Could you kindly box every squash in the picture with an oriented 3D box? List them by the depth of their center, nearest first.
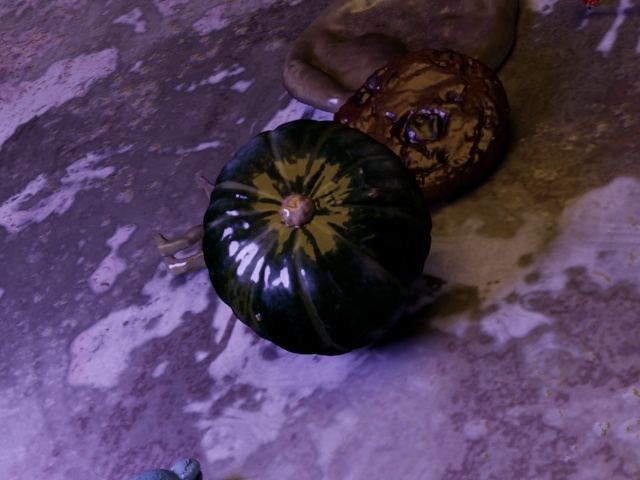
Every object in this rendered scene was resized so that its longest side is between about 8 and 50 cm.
[{"bbox_3d":[-0.003,-0.001,1.141,0.218,0.172,0.218,-1,63,3],"label":"squash"}]

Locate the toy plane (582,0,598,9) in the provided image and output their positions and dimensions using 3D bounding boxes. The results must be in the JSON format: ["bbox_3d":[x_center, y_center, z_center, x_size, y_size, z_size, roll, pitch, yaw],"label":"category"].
[{"bbox_3d":[0.345,-0.262,1.309,0.194,0.077,0.126,-20,34,26],"label":"toy plane"}]

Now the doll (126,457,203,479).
[{"bbox_3d":[-0.187,0.239,1.079,0.179,0.075,0.120,-9,38,25],"label":"doll"}]

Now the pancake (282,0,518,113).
[{"bbox_3d":[0.090,-0.235,1.464,0.294,0.049,0.294,-18,38,14],"label":"pancake"}]

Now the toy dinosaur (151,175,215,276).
[{"bbox_3d":[-0.071,-0.016,1.306,0.199,0.072,0.251,-26,26,-11],"label":"toy dinosaur"}]

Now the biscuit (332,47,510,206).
[{"bbox_3d":[0.100,-0.117,1.292,0.192,0.049,0.192,-10,55,14],"label":"biscuit"}]
